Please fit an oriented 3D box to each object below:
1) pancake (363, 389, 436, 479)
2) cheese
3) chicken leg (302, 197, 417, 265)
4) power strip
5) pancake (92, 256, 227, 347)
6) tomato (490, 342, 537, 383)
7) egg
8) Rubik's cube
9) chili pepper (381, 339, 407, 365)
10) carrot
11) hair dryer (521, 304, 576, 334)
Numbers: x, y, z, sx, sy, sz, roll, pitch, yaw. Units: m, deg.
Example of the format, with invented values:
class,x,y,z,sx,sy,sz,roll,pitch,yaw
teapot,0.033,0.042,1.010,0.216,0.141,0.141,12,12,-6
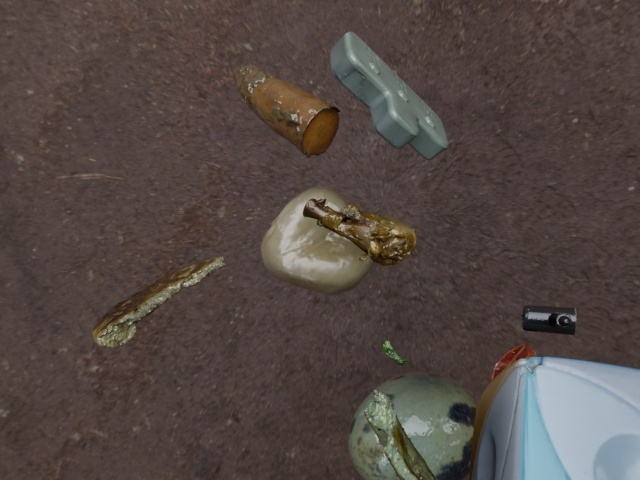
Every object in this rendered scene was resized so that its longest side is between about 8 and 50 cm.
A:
class,x,y,z,sx,sy,sz,roll,pitch,yaw
pancake,0.168,0.377,0.901,0.054,0.197,0.376,-34,74,-2
cheese,0.000,0.000,1.266,0.235,0.117,0.217,-6,81,-6
chicken leg,0.063,-0.018,1.128,0.208,0.101,0.085,22,120,10
power strip,0.127,-0.237,1.140,0.265,0.193,0.059,37,120,-26
pancake,-0.263,0.100,1.098,0.245,0.266,0.057,-26,100,-11
tomato,0.524,0.353,1.720,0.069,0.155,0.155,39,96,-1
egg,0.270,0.552,1.850,0.428,0.345,0.344,3,95,-38
Rubik's cube,0.451,0.411,1.084,0.352,0.347,0.352,11,66,4
chili pepper,0.204,0.317,1.814,0.034,0.030,0.091,-43,80,2
carrot,-0.077,-0.247,1.132,0.263,0.102,0.102,41,97,31
hair dryer,0.555,0.188,1.554,0.128,0.255,0.069,3,83,15
